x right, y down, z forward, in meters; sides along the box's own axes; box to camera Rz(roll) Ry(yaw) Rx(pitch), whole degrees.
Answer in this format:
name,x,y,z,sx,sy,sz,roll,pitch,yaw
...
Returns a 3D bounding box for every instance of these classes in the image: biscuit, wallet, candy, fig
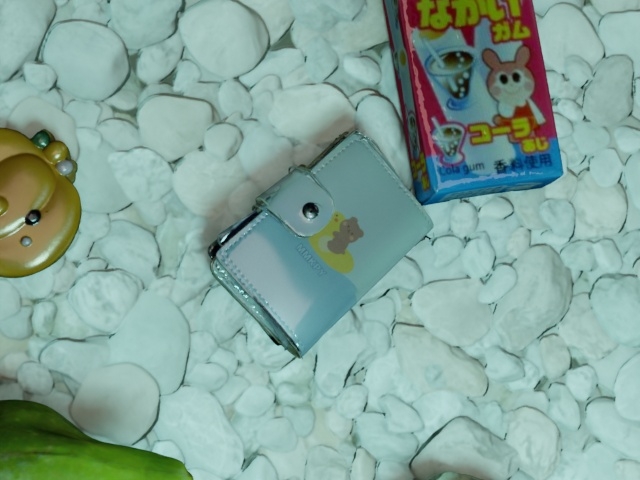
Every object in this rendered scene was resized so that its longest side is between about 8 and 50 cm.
name,x,y,z,sx,sy,sz,roll,pitch,yaw
biscuit,-0.334,-0.050,1.551,0.170,0.050,0.170,1,84,-9
wallet,0.000,0.000,1.591,0.231,0.069,0.170,-42,96,-17
candy,0.167,-0.204,1.622,0.157,0.100,0.306,-8,84,-9
fig,-0.265,0.258,1.432,0.275,0.206,0.206,-6,84,9

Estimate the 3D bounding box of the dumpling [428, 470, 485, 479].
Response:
name,x,y,z,sx,sy,sz,roll,pitch,yaw
dumpling,0.158,0.317,1.559,0.199,0.118,0.136,-4,68,-36
